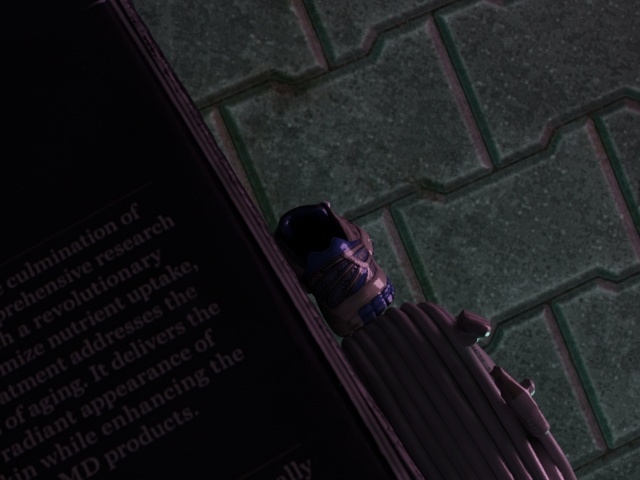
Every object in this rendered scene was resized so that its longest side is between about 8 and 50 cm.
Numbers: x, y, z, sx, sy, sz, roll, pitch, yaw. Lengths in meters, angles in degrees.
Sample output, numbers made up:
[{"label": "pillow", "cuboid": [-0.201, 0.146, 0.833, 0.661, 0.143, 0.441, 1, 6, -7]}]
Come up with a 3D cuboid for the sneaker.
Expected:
[{"label": "sneaker", "cuboid": [0.000, 0.000, 0.853, 0.058, 0.052, 0.135, 55, -4, -23]}]

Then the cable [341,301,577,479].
[{"label": "cable", "cuboid": [0.098, 0.159, 0.992, 0.257, 0.089, 0.257, 62, -6, -7]}]

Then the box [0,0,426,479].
[{"label": "box", "cuboid": [-0.095, 0.181, 0.916, 0.471, 0.297, 0.480, 60, -5, 31]}]
